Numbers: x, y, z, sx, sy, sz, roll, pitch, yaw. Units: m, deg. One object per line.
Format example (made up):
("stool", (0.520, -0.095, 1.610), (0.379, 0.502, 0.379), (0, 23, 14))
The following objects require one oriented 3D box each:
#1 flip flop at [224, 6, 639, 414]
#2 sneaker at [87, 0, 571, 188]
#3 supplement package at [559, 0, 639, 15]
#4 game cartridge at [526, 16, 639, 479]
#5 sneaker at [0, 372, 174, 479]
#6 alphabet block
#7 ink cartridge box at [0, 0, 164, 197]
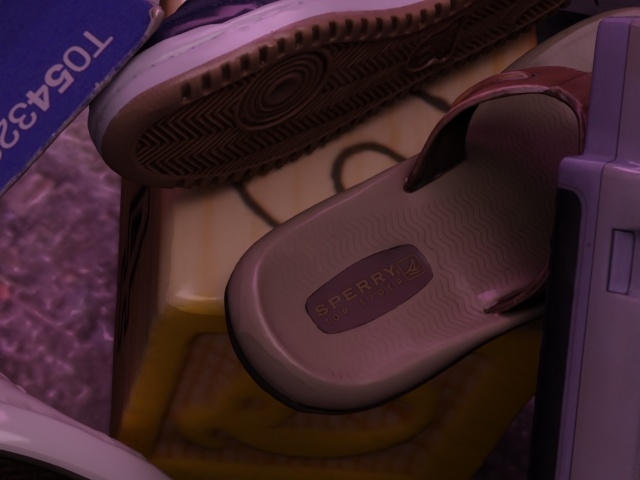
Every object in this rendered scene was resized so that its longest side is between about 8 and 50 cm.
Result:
("flip flop", (0.078, -0.023, 0.768), (0.277, 0.080, 0.112), (-30, 71, -30))
("sneaker", (-0.010, -0.135, 0.805), (0.282, 0.099, 0.153), (-27, 68, -28))
("supplement package", (0.158, -0.216, 1.038), (0.244, 0.139, 0.134), (14, 75, 21))
("game cartridge", (0.174, 0.078, 0.797), (0.068, 0.355, 0.230), (15, 14, 43))
("sneaker", (-0.181, 0.070, 0.847), (0.290, 0.106, 0.123), (25, 39, -18))
("alphabet block", (0.000, 0.000, 0.899), (0.192, 0.193, 0.197), (4, 58, -10))
("ink cartridge box", (-0.281, -0.069, 0.753), (0.324, 0.071, 0.330), (-48, 55, -7))
